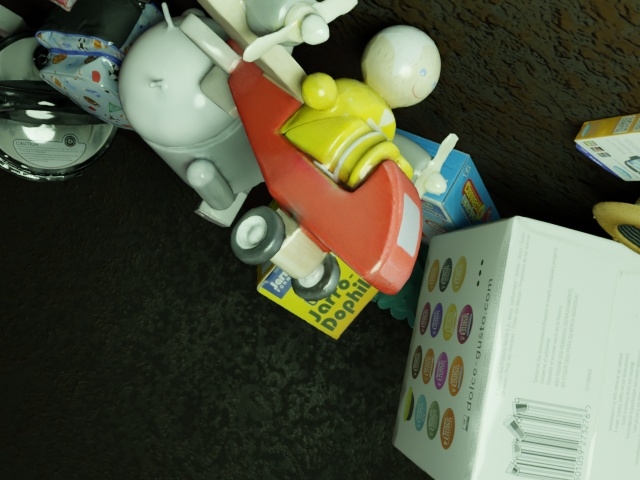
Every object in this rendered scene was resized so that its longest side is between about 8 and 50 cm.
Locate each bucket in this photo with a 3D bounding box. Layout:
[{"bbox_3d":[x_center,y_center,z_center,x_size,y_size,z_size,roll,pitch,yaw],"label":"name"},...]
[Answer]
[{"bbox_3d":[0.284,0.137,1.841,0.281,0.183,0.281,30,172,4],"label":"bucket"}]

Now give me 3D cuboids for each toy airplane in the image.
[{"bbox_3d":[0.004,-0.155,0.822,0.384,0.272,0.386,55,-165,-9],"label":"toy airplane"}]

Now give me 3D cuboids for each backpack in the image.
[{"bbox_3d":[-0.319,-0.302,1.239,0.276,0.213,0.263,22,179,39],"label":"backpack"}]

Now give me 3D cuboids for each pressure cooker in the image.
[{"bbox_3d":[-0.702,-0.343,1.839,0.375,0.370,0.420,52,164,-23],"label":"pressure cooker"}]

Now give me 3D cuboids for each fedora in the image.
[{"bbox_3d":[0.382,-0.018,0.757,0.194,0.079,0.194,29,179,0],"label":"fedora"}]

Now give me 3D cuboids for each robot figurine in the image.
[{"bbox_3d":[-0.171,-0.198,1.097,0.199,0.300,0.353,-13,159,9],"label":"robot figurine"}]

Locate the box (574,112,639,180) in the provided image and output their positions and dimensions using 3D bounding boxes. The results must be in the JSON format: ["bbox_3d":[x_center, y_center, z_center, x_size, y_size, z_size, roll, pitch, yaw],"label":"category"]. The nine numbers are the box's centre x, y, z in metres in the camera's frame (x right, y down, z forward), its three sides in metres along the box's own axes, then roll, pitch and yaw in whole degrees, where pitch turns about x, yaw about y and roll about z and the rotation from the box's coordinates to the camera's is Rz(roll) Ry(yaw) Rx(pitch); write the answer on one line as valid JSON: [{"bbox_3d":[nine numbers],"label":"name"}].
[{"bbox_3d":[0.318,-0.092,0.724,0.081,0.028,0.136,33,175,-17],"label":"box"}]

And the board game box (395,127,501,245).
[{"bbox_3d":[0.138,-0.091,1.238,0.308,0.086,0.302,27,172,31],"label":"board game box"}]

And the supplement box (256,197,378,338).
[{"bbox_3d":[0.000,0.000,1.494,0.195,0.194,0.356,33,-162,-17],"label":"supplement box"}]

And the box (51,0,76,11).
[{"bbox_3d":[-0.421,-0.439,0.962,0.257,0.123,0.128,31,173,-8],"label":"box"}]

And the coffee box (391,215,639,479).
[{"bbox_3d":[0.325,0.179,1.003,0.338,0.338,0.334,13,175,-8],"label":"coffee box"}]

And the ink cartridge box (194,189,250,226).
[{"bbox_3d":[-0.218,-0.145,1.799,0.092,0.218,0.158,32,173,-12],"label":"ink cartridge box"}]

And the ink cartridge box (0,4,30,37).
[{"bbox_3d":[-0.854,-0.590,1.990,0.099,0.056,0.135,31,174,-8],"label":"ink cartridge box"}]
